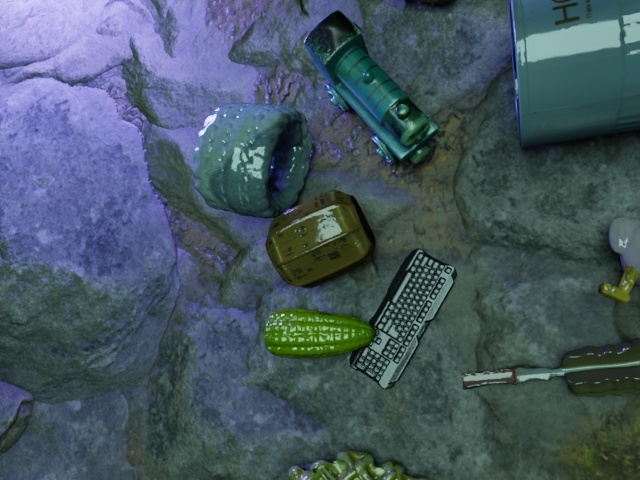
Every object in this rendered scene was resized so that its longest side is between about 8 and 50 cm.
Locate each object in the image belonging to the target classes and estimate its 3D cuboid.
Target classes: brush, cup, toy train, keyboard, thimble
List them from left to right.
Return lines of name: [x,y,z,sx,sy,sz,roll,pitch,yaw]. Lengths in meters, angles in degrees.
thimble: [-0.130,-0.164,0.974,0.171,0.205,0.250,11,59,20]
toy train: [0.100,-0.276,0.933,0.120,0.194,0.298,-40,72,5]
keyboard: [0.155,0.146,0.927,0.106,0.016,0.262,30,89,20]
brush: [0.390,0.224,0.824,0.301,0.071,0.084,-14,59,23]
cup: [0.481,-0.304,0.802,0.311,0.331,0.257,-4,107,22]

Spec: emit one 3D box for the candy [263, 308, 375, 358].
candy: [-0.001,0.177,0.931,0.209,0.097,0.097,-2,79,14]

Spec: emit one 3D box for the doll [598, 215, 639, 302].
doll: [0.579,-0.053,0.796,0.160,0.094,0.365,27,89,17]

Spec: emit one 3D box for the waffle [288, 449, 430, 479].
waffle: [0.062,0.534,0.850,0.297,0.073,0.317,-1,79,16]

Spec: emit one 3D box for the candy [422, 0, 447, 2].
candy: [0.192,-0.545,1.011,0.199,0.094,0.106,31,53,13]

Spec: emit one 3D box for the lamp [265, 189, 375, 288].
lamp: [0.000,0.000,0.933,0.185,0.161,0.161,-25,73,14]
